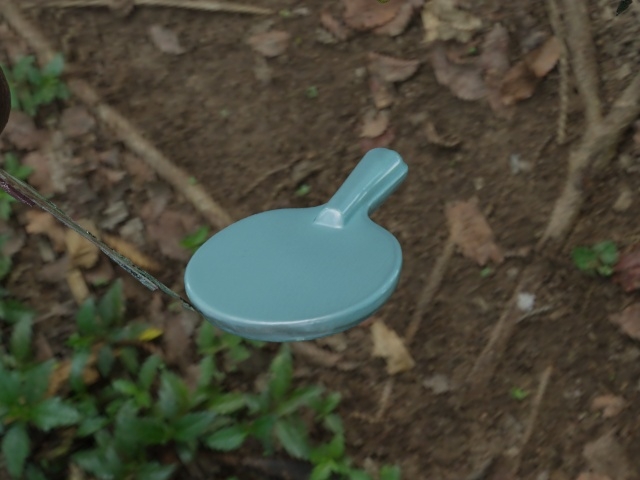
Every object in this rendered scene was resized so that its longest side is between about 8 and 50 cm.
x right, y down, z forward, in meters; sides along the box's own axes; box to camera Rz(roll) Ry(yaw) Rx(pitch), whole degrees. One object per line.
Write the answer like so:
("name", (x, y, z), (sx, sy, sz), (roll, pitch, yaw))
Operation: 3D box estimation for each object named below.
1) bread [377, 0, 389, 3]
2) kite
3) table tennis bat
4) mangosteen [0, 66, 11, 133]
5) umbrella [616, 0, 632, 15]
("bread", (0.019, -0.323, 1.309), (0.094, 0.102, 0.245), (-44, 53, 15))
("kite", (-0.165, -0.002, 1.007), (0.012, 0.250, 0.229), (-54, 42, -2))
("table tennis bat", (0.000, 0.000, 1.024), (0.149, 0.237, 0.038), (10, 126, 25))
("mangosteen", (-0.382, -0.141, 1.395), (0.152, 0.152, 0.152), (11, 112, 31))
("umbrella", (0.315, -0.250, 1.468), (0.022, 0.122, 0.013), (0, 83, -3))
